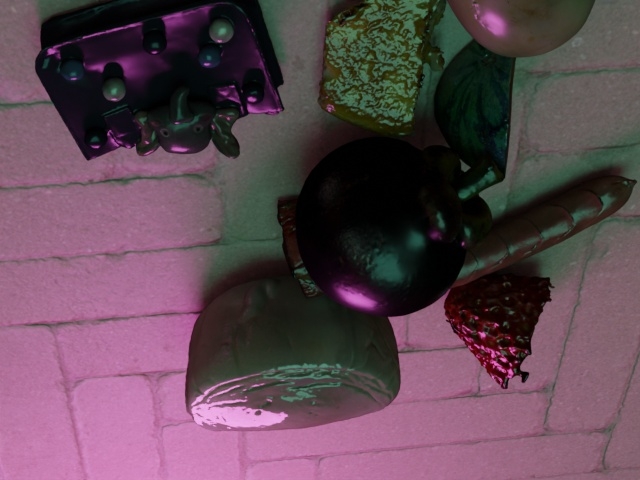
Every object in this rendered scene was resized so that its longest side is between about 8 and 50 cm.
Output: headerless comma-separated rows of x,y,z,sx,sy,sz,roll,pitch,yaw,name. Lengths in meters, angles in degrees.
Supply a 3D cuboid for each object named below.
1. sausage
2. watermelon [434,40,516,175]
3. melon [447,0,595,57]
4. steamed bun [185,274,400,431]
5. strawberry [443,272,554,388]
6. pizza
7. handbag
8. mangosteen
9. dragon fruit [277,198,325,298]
0.358,-0.010,1.989,0.433,0.087,0.088,-25,133,16,sausage
0.253,-0.195,1.740,0.128,0.146,0.231,-6,137,-3,watermelon
0.260,-0.393,1.497,0.223,0.223,0.317,-16,135,7,melon
-0.055,0.194,1.994,0.384,0.247,0.236,-6,142,3,steamed bun
0.311,0.150,2.074,0.178,0.234,0.233,22,131,1,strawberry
0.098,-0.292,1.675,0.189,0.071,0.296,11,129,-3,pizza
-0.226,-0.232,1.652,0.326,0.118,0.269,-14,136,7,handbag
0.111,-0.021,1.764,0.297,0.296,0.313,22,171,-28,mangosteen
0.000,0.002,1.914,0.127,0.120,0.161,-22,130,5,dragon fruit
